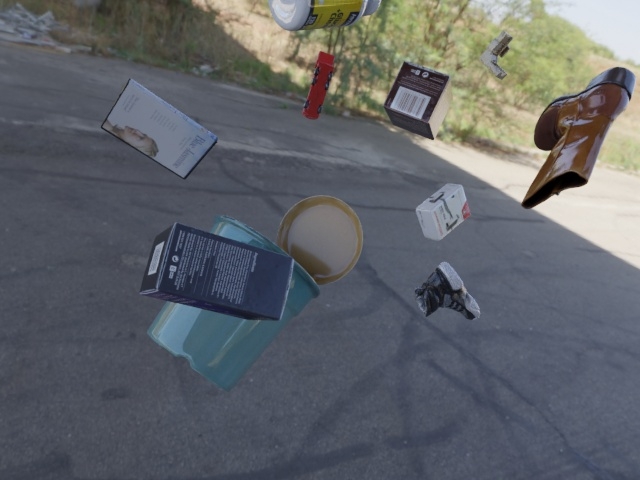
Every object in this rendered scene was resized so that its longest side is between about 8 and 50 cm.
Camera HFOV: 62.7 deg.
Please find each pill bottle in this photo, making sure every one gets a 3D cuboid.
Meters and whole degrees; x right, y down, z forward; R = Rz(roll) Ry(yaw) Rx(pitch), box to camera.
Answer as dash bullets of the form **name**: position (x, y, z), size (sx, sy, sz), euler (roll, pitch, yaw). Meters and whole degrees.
- **pill bottle**: position (0.013, -0.405, 0.866), size (0.184, 0.103, 0.103), euler (-22, 42, -35)

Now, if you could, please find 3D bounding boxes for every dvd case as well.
- **dvd case**: position (-0.414, -0.276, 1.350), size (0.253, 0.180, 0.022), euler (32, 41, -24)

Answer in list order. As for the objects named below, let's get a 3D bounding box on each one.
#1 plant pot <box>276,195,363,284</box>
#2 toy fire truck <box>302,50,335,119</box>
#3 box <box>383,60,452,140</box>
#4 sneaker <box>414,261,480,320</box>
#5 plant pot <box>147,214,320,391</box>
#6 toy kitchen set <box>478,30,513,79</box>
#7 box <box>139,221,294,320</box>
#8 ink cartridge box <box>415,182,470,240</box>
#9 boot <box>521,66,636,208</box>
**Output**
- **plant pot**: position (0.000, 0.000, 1.384), size (0.236, 0.237, 0.032), euler (26, 0, 19)
- **toy fire truck**: position (-0.005, -0.411, 1.391), size (0.047, 0.192, 0.135), euler (17, 4, -8)
- **box**: position (0.332, -0.466, 1.768), size (0.168, 0.167, 0.203), euler (25, 2, 17)
- **sneaker**: position (0.385, 0.187, 1.630), size (0.269, 0.153, 0.101), euler (50, 9, -37)
- **plant pot**: position (-0.230, 0.172, 1.327), size (0.341, 0.334, 0.341), euler (32, -17, 11)
- **toy kitchen set**: position (0.448, -0.444, 1.273), size (0.068, 0.083, 0.075), euler (2, 48, -44)
- **box**: position (-0.171, 0.059, 0.866), size (0.206, 0.108, 0.153), euler (18, -15, -24)
- **ink cartridge box**: position (0.333, -0.078, 1.421), size (0.135, 0.099, 0.056), euler (-37, 29, -24)
- **boot**: position (0.466, -0.164, 1.018), size (0.096, 0.281, 0.264), euler (37, -21, -10)
